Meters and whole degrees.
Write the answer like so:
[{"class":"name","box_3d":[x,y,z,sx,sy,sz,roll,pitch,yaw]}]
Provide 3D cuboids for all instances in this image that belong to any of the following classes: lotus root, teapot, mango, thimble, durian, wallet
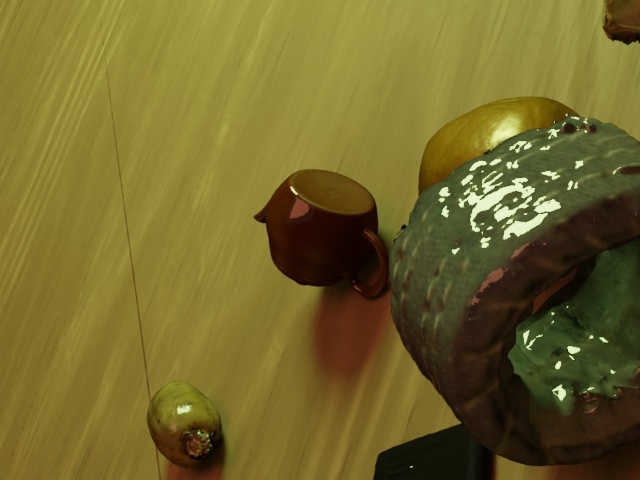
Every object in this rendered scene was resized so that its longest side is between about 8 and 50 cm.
[{"class":"lotus root","box_3d":[-0.140,0.187,1.443,0.072,0.063,0.152,-50,29,-3]},{"class":"teapot","box_3d":[0.000,0.000,1.378,0.173,0.116,0.116,35,94,30]},{"class":"mango","box_3d":[0.154,-0.059,1.207,0.147,0.109,0.227,-47,19,0]},{"class":"thimble","box_3d":[0.170,0.030,1.027,0.236,0.205,0.172,-52,33,12]},{"class":"durian","box_3d":[0.280,-0.207,1.193,0.052,0.066,0.130,7,57,44]},{"class":"wallet","box_3d":[0.081,0.265,1.124,0.124,0.025,0.244,-25,46,40]}]
